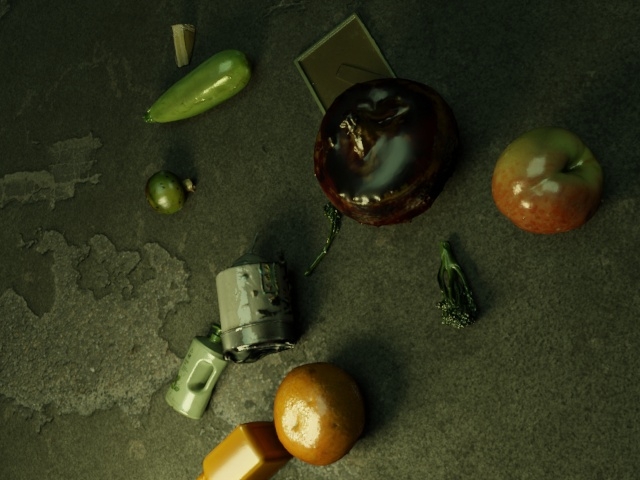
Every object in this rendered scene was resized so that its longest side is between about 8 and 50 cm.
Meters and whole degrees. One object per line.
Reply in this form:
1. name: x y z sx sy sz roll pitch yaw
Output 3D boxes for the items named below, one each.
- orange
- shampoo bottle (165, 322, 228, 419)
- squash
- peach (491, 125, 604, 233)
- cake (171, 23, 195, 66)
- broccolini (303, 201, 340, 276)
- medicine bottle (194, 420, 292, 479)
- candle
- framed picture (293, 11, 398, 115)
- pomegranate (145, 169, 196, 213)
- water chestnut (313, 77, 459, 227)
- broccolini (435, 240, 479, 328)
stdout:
1. orange: -0.002 0.384 1.551 0.224 0.170 0.224 0 90 42
2. shampoo bottle: -0.302 0.325 1.774 0.118 0.087 0.234 27 93 34
3. squash: -0.342 -0.413 1.942 0.370 0.118 0.118 -26 68 25
4. peach: 0.451 -0.114 1.412 0.232 0.232 0.233 -6 76 27
5. cake: -0.401 -0.576 2.056 0.052 0.065 0.121 3 103 29
6. broccolini: 0.007 0.001 1.703 0.052 0.054 0.194 18 90 12
7. medicine bottle: -0.191 0.533 1.632 0.222 0.149 0.112 -45 62 14
8. candle: -0.162 0.126 1.688 0.187 0.187 0.330 -17 71 25
9. framed picture: 0.071 -0.417 1.768 0.211 0.020 0.290 -35 65 18
10. pomegranate: -0.423 -0.133 1.930 0.130 0.130 0.130 -6 76 27
11. water chestnut: 0.126 -0.203 1.528 0.350 0.302 0.351 -6 75 23
12. broccolini: 0.295 0.099 1.528 0.091 0.068 0.203 -9 59 14
